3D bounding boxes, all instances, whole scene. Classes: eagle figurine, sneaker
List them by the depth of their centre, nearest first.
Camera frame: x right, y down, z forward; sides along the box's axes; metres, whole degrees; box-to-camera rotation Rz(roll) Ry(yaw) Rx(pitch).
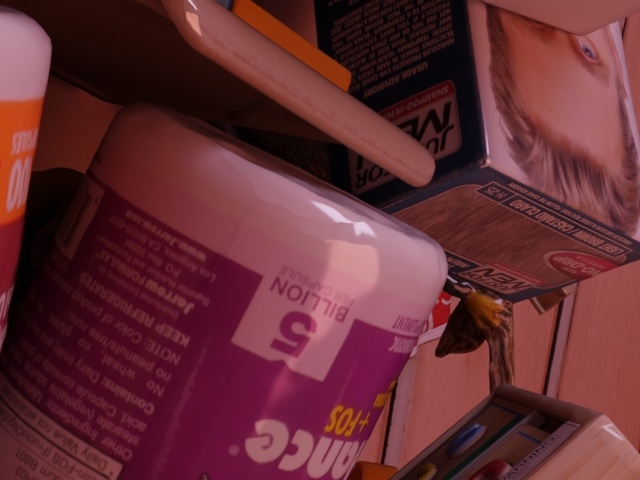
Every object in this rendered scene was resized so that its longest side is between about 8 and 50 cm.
[{"bbox_3d":[0.005,-0.003,0.977,0.298,0.225,0.226,5,57,-26],"label":"eagle figurine"},{"bbox_3d":[0.069,0.049,1.187,0.118,0.042,0.067,-24,127,-59],"label":"sneaker"}]

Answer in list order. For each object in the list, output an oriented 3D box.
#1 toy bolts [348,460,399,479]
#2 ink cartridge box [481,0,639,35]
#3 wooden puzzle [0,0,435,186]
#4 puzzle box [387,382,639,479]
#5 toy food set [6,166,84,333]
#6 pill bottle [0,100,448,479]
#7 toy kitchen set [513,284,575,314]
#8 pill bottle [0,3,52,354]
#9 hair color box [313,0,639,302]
[{"bbox_3d":[0.074,0.273,1.100,0.218,0.158,0.228,-67,-170,-24],"label":"toy bolts"},{"bbox_3d":[0.077,-0.322,0.737,0.285,0.166,0.394,5,67,-53],"label":"ink cartridge box"},{"bbox_3d":[-0.086,-0.096,0.704,0.221,0.239,0.044,27,82,-57],"label":"wooden puzzle"},{"bbox_3d":[-0.013,0.230,0.851,0.409,0.052,0.272,-39,180,-5],"label":"puzzle box"},{"bbox_3d":[-0.128,0.056,0.794,0.128,0.071,0.218,-36,126,3],"label":"toy food set"},{"bbox_3d":[-0.078,0.104,0.701,0.169,0.169,0.301,18,99,-58],"label":"pill bottle"},{"bbox_3d":[0.148,0.033,1.281,0.075,0.083,0.068,-22,163,-51],"label":"toy kitchen set"},{"bbox_3d":[-0.239,0.091,0.571,0.224,0.224,0.392,-2,106,-56],"label":"pill bottle"},{"bbox_3d":[0.084,-0.156,0.890,0.174,0.105,0.347,21,56,-45],"label":"hair color box"}]
